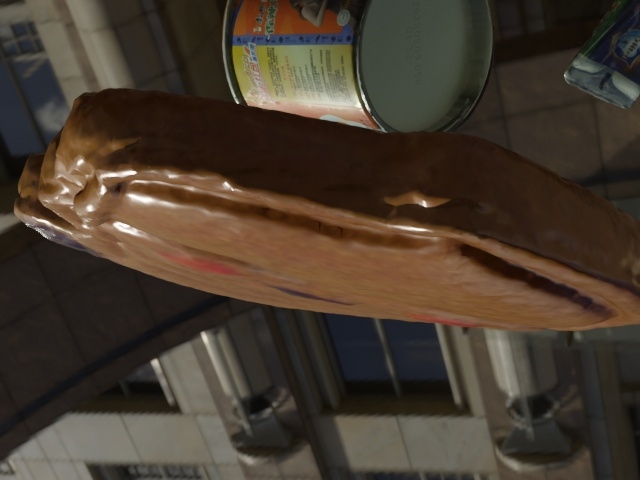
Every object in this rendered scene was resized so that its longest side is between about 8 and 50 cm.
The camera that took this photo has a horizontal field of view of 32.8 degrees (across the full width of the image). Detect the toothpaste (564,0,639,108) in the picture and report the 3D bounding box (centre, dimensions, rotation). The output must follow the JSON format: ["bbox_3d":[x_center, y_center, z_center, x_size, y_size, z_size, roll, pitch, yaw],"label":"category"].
[{"bbox_3d":[0.373,-0.306,1.045,0.098,0.392,0.061,19,-158,-29],"label":"toothpaste"}]

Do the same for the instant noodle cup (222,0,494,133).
[{"bbox_3d":[0.057,-0.240,1.297,0.296,0.296,0.214,-36,-149,-29],"label":"instant noodle cup"}]

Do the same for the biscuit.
[{"bbox_3d":[0.000,0.001,0.668,0.349,0.078,0.455,11,172,-19],"label":"biscuit"}]
